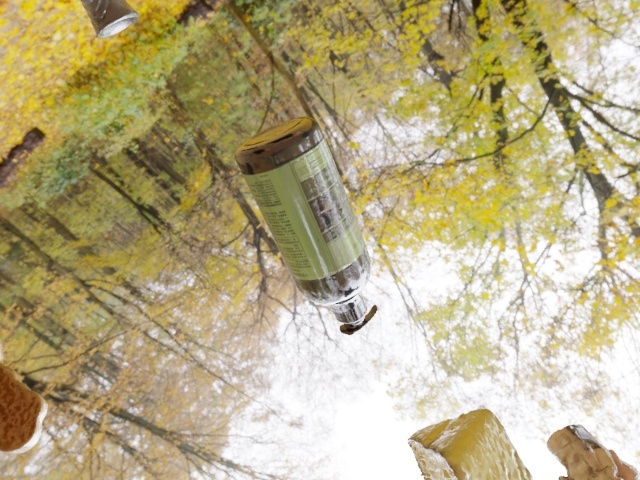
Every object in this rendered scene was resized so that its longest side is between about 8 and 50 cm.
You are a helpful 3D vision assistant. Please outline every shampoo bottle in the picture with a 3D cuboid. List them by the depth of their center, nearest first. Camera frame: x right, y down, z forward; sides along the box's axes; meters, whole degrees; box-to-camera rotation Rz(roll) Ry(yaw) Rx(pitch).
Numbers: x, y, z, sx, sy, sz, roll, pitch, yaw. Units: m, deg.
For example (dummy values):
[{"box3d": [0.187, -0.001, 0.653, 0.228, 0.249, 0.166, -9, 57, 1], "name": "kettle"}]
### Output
[{"box3d": [0.000, 0.000, 0.530, 0.101, 0.283, 0.101, -19, -155, 9], "name": "shampoo bottle"}]

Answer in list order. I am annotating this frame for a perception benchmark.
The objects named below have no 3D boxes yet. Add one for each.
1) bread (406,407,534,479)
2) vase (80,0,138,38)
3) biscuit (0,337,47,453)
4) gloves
[{"box3d": [0.209, 0.348, 0.508, 0.142, 0.266, 0.178, -27, 170, 1], "name": "bread"}, {"box3d": [-0.375, -0.436, 0.654, 0.115, 0.237, 0.115, -26, -157, 12], "name": "vase"}, {"box3d": [-0.507, 0.187, 0.570, 0.186, 0.295, 0.044, -31, 164, -36], "name": "biscuit"}, {"box3d": [0.406, 0.352, 0.653, 0.094, 0.110, 0.144, -53, -158, 27], "name": "gloves"}]
